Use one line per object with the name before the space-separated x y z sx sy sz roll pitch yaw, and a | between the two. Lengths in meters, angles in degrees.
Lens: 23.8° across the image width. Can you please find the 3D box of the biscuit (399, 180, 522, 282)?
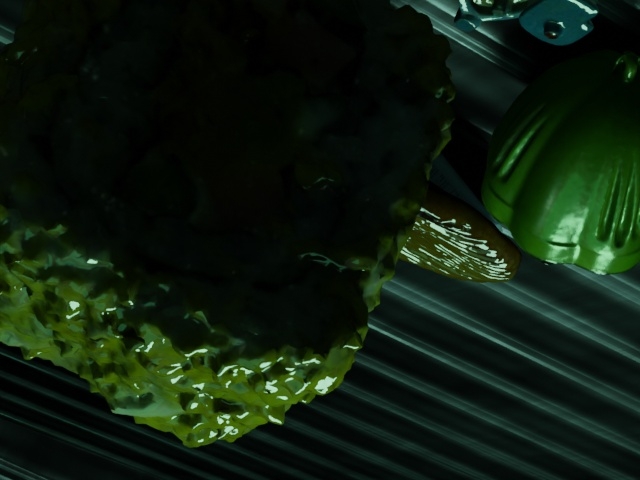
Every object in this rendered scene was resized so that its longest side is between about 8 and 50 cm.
biscuit | 0.050 -0.036 1.503 0.318 0.040 0.318 27 172 4

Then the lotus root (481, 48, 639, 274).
lotus root | 0.232 -0.092 1.243 0.186 0.186 0.186 13 157 6

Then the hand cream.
hand cream | 0.098 -0.063 1.507 0.091 0.058 0.271 -4 155 25

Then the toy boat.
toy boat | 0.164 -0.197 1.090 0.088 0.102 0.215 28 155 -22

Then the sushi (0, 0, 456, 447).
sushi | -0.103 -0.072 1.172 0.351 0.396 0.240 27 155 -8
